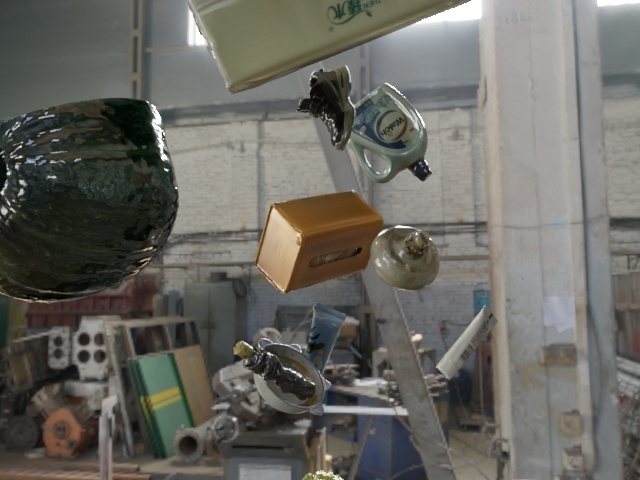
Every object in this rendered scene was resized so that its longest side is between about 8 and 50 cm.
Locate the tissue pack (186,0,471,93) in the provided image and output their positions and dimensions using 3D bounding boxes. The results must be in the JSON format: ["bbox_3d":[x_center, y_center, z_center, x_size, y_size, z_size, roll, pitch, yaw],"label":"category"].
[{"bbox_3d":[-0.002,-0.375,0.833,0.380,0.207,0.297,-22,23,0],"label":"tissue pack"}]

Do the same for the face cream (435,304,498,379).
[{"bbox_3d":[0.443,0.310,1.756,0.092,0.243,0.058,48,-10,-34],"label":"face cream"}]

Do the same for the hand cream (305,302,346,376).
[{"bbox_3d":[-0.004,0.294,1.606,0.091,0.271,0.058,23,30,14],"label":"hand cream"}]

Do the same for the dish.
[{"bbox_3d":[-0.087,0.375,1.514,0.228,0.236,0.086,15,-56,-39],"label":"dish"}]

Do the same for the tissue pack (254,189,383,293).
[{"bbox_3d":[0.000,0.000,1.466,0.274,0.194,0.145,-14,42,-40],"label":"tissue pack"}]

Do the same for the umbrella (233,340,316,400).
[{"bbox_3d":[-0.063,0.182,0.812,0.144,0.037,0.040,40,-5,-31],"label":"umbrella"}]

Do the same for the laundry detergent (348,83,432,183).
[{"bbox_3d":[0.197,-0.271,1.622,0.215,0.280,0.105,-37,-9,13],"label":"laundry detergent"}]

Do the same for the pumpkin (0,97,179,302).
[{"bbox_3d":[-0.317,-0.029,0.742,0.293,0.197,0.263,-29,-6,25],"label":"pumpkin"}]

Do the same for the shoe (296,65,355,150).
[{"bbox_3d":[0.006,-0.235,1.027,0.099,0.169,0.071,1,-23,-11],"label":"shoe"}]

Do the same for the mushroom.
[{"bbox_3d":[0.103,0.013,0.670,0.085,0.085,0.079,2,-37,-23],"label":"mushroom"}]

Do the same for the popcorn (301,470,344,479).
[{"bbox_3d":[-0.006,0.818,1.766,0.181,0.235,0.217,20,-3,14],"label":"popcorn"}]
